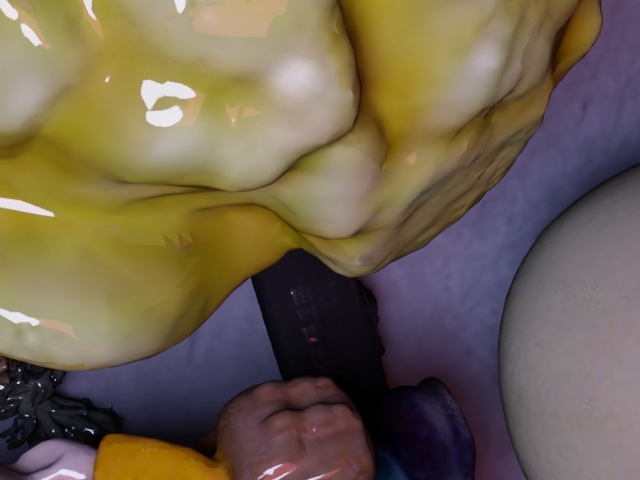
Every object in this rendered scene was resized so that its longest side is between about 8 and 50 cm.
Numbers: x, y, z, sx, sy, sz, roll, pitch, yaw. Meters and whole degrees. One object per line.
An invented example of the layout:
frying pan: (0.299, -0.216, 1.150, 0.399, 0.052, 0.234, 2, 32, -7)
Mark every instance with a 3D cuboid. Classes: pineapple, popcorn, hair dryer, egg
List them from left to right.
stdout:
pineapple: (-0.136, 0.060, 0.751, 0.058, 0.058, 0.124, -45, 122, 5)
popcorn: (-0.072, -0.140, 0.527, 0.292, 0.334, 0.293, -1, 116, -50)
hair dryer: (0.000, 0.000, 0.744, 0.197, 0.089, 0.251, -16, 118, -7)
egg: (0.203, 0.072, 0.717, 0.269, 0.219, 0.219, 28, 100, -1)

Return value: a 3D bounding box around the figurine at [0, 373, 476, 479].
figurine: (-0.094, 0.158, 0.653, 0.332, 0.185, 0.204, 0, 68, -11)
